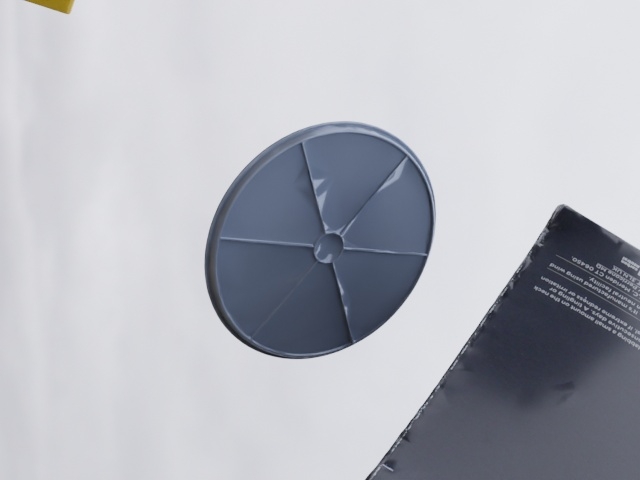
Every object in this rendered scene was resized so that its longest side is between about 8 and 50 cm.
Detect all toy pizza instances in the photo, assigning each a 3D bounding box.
[{"bbox_3d":[0.000,0.000,0.924,0.032,0.201,0.201,42,-48,54],"label":"toy pizza"}]

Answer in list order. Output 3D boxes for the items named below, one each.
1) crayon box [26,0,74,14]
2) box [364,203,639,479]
[{"bbox_3d":[-0.381,-0.401,1.436,0.202,0.318,0.081,124,-25,-47],"label":"crayon box"},{"bbox_3d":[0.126,0.208,0.863,0.179,0.312,0.343,34,-42,11],"label":"box"}]
